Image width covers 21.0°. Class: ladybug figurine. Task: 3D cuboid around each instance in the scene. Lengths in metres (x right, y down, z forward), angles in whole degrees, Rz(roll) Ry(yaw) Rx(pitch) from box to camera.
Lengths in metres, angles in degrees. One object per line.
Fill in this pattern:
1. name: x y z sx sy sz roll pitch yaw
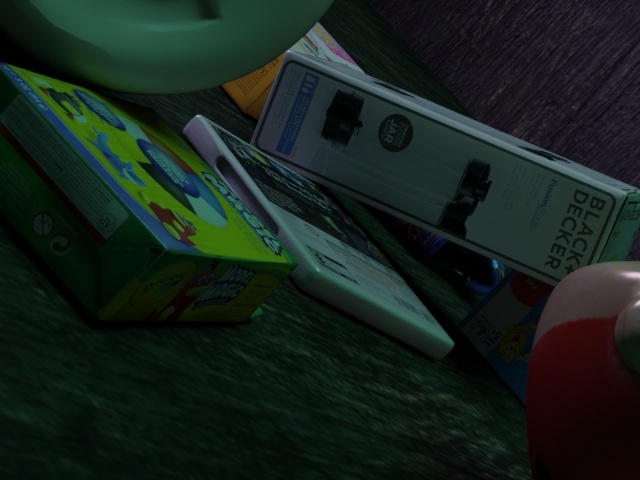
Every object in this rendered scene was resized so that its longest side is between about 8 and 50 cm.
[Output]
1. ladybug figurine: 0.260 0.171 1.024 0.305 0.162 0.449 18 -20 46

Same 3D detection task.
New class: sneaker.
1. sneaker: 0.097 -0.031 1.566 0.221 0.083 0.087 36 21 -21

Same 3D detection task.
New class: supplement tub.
1. supplement tub: -0.114 -0.215 1.007 0.228 0.228 0.316 40 1 -19

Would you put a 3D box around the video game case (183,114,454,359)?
1. video game case: 0.000 0.000 1.234 0.190 0.022 0.173 29 19 -52

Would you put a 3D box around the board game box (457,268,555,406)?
1. board game box: 0.294 0.176 1.478 0.302 0.086 0.308 50 12 30

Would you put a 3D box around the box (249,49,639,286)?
1. box: 0.107 -0.054 1.372 0.290 0.087 0.169 24 8 14

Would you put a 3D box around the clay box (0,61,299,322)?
1. clay box: -0.091 -0.019 0.876 0.127 0.053 0.222 46 11 13

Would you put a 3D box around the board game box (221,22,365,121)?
1. board game box: -0.033 -0.169 1.636 0.242 0.064 0.316 51 12 31
